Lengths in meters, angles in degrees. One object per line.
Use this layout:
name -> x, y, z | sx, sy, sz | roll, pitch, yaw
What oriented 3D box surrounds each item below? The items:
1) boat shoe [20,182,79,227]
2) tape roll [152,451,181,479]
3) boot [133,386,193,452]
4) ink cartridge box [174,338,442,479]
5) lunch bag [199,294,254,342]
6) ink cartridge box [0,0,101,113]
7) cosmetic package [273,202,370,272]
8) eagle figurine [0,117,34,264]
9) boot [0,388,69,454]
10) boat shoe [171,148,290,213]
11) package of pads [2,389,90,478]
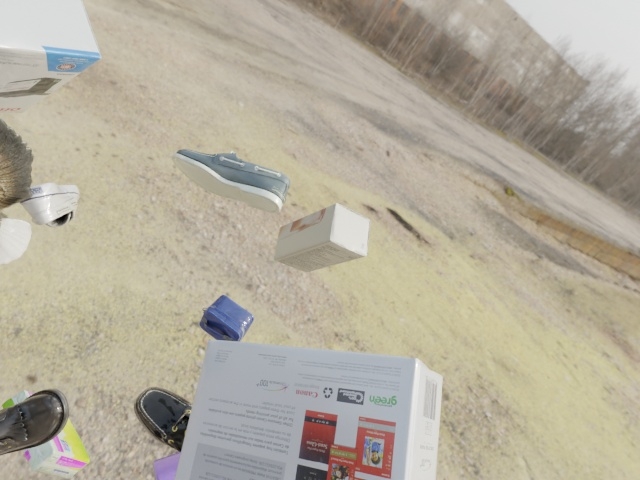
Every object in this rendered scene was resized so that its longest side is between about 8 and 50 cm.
boat shoe -> -0.581, -0.073, 1.011 | 0.096, 0.088, 0.267 | -20, 9, -19
tape roll -> -0.240, 0.536, 0.846 | 0.090, 0.275, 0.275 | -9, 44, -26
boot -> -0.328, 0.515, 1.253 | 0.377, 0.284, 0.138 | 44, 51, -1
ink cartridge box -> -0.022, 0.281, 0.581 | 0.130, 0.309, 0.272 | 42, 53, -53
lunch bag -> -0.192, 0.161, 0.913 | 0.098, 0.067, 0.065 | 34, 38, 2
ink cartridge box -> -0.612, -0.347, 0.861 | 0.223, 0.307, 0.129 | -30, 103, -59
cosmetic package -> 0.000, 0.000, 1.462 | 0.153, 0.296, 0.129 | 25, 63, -34
eagle figurine -> -0.546, -0.062, 0.663 | 0.225, 0.227, 0.298 | -2, 4, -34
boot -> -0.584, 0.341, 0.750 | 0.091, 0.262, 0.229 | 64, 5, 10
boat shoe -> -0.227, -0.172, 1.183 | 0.319, 0.116, 0.099 | 23, 67, 10
package of pads -> -0.960, 0.684, 1.623 | 0.296, 0.101, 0.229 | 41, -19, 29
